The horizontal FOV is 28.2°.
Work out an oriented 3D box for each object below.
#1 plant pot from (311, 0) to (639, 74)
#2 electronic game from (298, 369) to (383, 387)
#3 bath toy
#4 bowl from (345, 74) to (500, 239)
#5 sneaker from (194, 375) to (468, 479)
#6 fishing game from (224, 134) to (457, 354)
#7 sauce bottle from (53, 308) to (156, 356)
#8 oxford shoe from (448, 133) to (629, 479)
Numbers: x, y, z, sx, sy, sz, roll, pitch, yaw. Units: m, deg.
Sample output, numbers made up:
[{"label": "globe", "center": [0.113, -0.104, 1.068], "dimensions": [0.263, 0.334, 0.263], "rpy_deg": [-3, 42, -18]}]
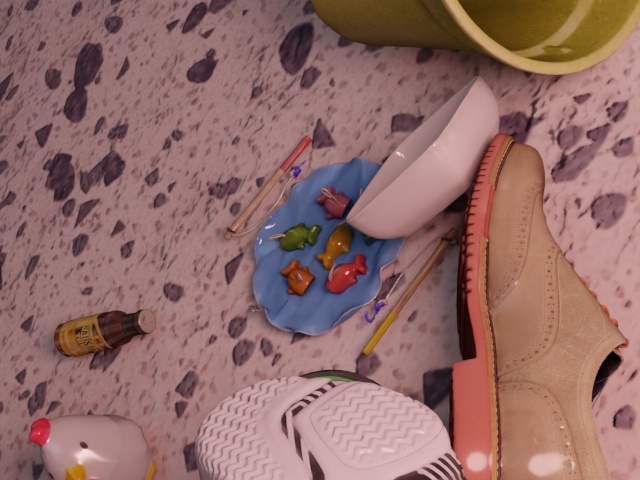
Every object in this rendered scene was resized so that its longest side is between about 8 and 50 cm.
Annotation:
[{"label": "plant pot", "center": [0.115, -0.274, 1.130], "dimensions": [0.254, 0.276, 0.276], "rpy_deg": [2, 67, 57]}, {"label": "electronic game", "center": [-0.011, 0.218, 1.074], "dimensions": [0.229, 0.048, 0.229], "rpy_deg": [-23, 51, 32]}, {"label": "bath toy", "center": [-0.307, 0.302, 1.237], "dimensions": [0.348, 0.129, 0.151], "rpy_deg": [-48, 42, 8]}, {"label": "bowl", "center": [0.097, -0.064, 1.101], "dimensions": [0.142, 0.053, 0.142], "rpy_deg": [-41, 11, 41]}, {"label": "sneaker", "center": [0.078, 0.234, 0.816], "dimensions": [0.366, 0.210, 0.137], "rpy_deg": [20, 42, 24]}, {"label": "fishing game", "center": [0.000, 0.000, 1.204], "dimensions": [0.189, 0.041, 0.264], "rpy_deg": [-50, 42, 3]}, {"label": "sauce bottle", "center": [-0.228, 0.095, 1.353], "dimensions": [0.128, 0.042, 0.042], "rpy_deg": [-17, 55, 37]}, {"label": "oxford shoe", "center": [0.169, 0.065, 0.982], "dimensions": [0.130, 0.123, 0.348], "rpy_deg": [2, 56, 8]}]
